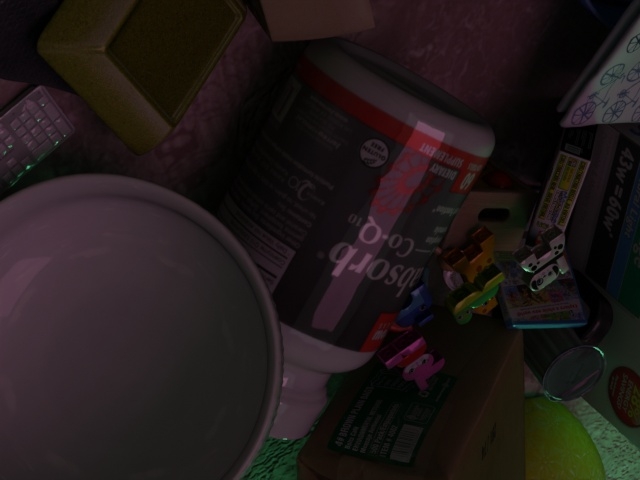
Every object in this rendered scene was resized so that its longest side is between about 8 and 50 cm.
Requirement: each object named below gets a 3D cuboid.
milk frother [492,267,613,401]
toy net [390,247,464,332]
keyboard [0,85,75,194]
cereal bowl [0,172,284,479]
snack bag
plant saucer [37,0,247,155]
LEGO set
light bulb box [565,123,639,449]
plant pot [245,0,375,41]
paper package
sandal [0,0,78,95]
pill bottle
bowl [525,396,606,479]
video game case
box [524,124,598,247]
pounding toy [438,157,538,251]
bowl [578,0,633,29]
[{"bbox_3d":[0.249,0.094,2.078,0.143,0.135,0.129,6,121,-30],"label":"milk frother"},{"bbox_3d":[0.122,0.035,1.966,0.232,0.045,0.122,-1,76,-35],"label":"toy net"},{"bbox_3d":[-0.335,-0.040,1.628,0.256,0.014,0.072,-41,135,-7],"label":"keyboard"},{"bbox_3d":[-0.195,0.112,1.658,0.339,0.339,0.141,-47,171,-1],"label":"cereal bowl"},{"bbox_3d":[0.441,-0.251,1.936,0.342,0.037,0.323,-8,141,-45],"label":"snack bag"},{"bbox_3d":[-0.143,-0.190,1.601,0.188,0.045,0.188,-58,144,-14],"label":"plant saucer"},{"bbox_3d":[0.153,0.066,1.871,0.227,0.087,0.093,-35,133,-7],"label":"LEGO set"},{"bbox_3d":[0.492,0.021,2.156,0.361,0.225,0.358,-11,126,-31],"label":"light bulb box"},{"bbox_3d":[-0.022,-0.246,1.669,0.096,0.109,0.109,-24,132,-8],"label":"plant pot"},{"bbox_3d":[0.108,0.273,1.955,0.325,0.168,0.309,-54,146,-54],"label":"paper package"},{"bbox_3d":[-0.250,-0.183,1.577,0.097,0.054,0.254,-49,146,11],"label":"sandal"},{"bbox_3d":[0.000,0.000,1.773,0.210,0.210,0.363,17,108,-43],"label":"pill bottle"},{"bbox_3d":[0.267,0.358,2.244,0.289,0.156,0.289,-24,131,-30],"label":"bowl"},{"bbox_3d":[0.233,0.019,2.018,0.119,0.166,0.015,1,156,-39],"label":"video game case"},{"bbox_3d":[0.266,-0.074,1.959,0.207,0.036,0.114,-60,168,-66],"label":"box"},{"bbox_3d":[0.149,-0.053,1.908,0.141,0.130,0.100,1,118,-38],"label":"pounding toy"},{"bbox_3d":[0.387,-0.406,1.890,0.391,0.077,0.391,-19,129,-26],"label":"bowl"}]
